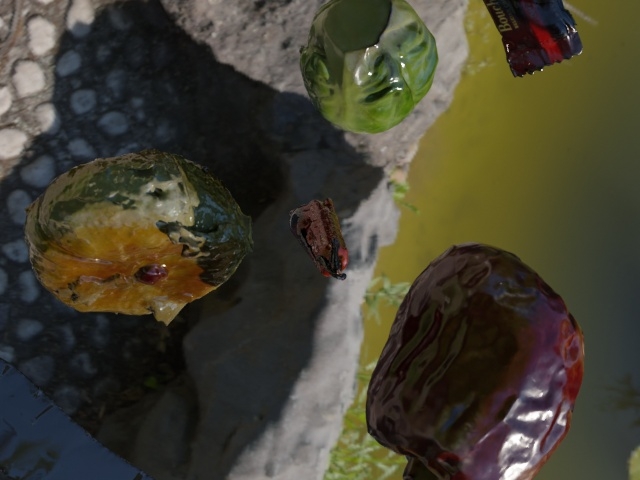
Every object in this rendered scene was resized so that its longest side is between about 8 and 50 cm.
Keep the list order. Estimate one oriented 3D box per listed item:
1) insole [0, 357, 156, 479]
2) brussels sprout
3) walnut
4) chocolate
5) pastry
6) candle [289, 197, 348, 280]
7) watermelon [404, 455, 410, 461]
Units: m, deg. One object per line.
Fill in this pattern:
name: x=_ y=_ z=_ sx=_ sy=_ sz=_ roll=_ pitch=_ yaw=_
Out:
insole: x=-0.223 y=0.232 z=0.826 sx=0.119 sy=0.009 sz=0.348 roll=-38 pitch=110 yaw=6
brussels sprout: x=0.072 y=-0.283 z=1.392 sx=0.244 sy=0.244 sz=0.244 roll=2 pitch=87 yaw=-37
walnut: x=0.156 y=0.147 z=0.982 sx=0.221 sy=0.244 sz=0.269 roll=41 pitch=80 yaw=-25
chocolate: x=0.202 y=-0.253 z=0.911 sx=0.182 sy=0.086 sz=0.028 roll=56 pitch=29 yaw=-30
pastry: x=-0.205 y=0.006 z=0.988 sx=0.257 sy=0.235 sz=0.121 roll=36 pitch=35 yaw=-55
candle: x=0.000 y=0.000 z=1.344 sx=0.059 sy=0.302 sz=0.084 roll=31 pitch=103 yaw=-18
watermelon: x=0.291 y=0.336 z=1.832 sx=0.258 sy=0.228 sz=0.387 roll=4 pitch=99 yaw=-24
